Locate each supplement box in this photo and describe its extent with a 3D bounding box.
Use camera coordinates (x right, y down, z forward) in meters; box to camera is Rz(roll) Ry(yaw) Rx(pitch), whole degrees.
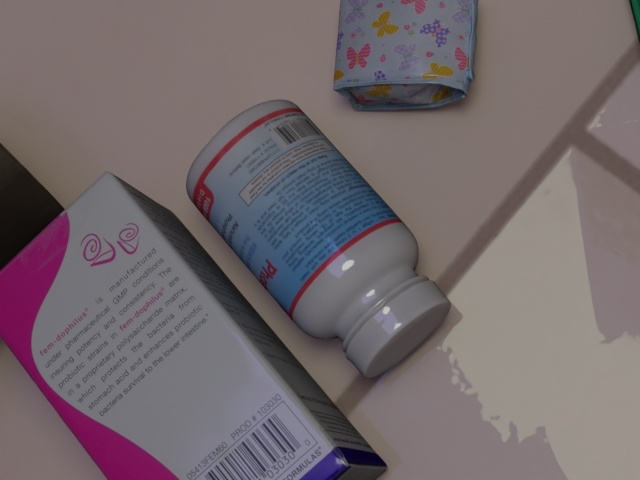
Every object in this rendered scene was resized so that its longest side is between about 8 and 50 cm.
[{"bbox_3d":[-0.080,0.083,0.786,0.111,0.114,0.220,-42,73,4],"label":"supplement box"}]

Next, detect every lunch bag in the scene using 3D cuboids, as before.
[{"bbox_3d":[0.055,-0.118,0.826,0.083,0.053,0.071,-3,75,24],"label":"lunch bag"}]

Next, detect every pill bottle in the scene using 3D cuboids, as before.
[{"bbox_3d":[0.000,0.000,0.796,0.087,0.087,0.160,-42,71,3],"label":"pill bottle"}]

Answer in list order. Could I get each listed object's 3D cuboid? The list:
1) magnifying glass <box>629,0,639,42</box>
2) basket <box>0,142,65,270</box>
[{"bbox_3d":[0.203,-0.149,0.811,0.092,0.026,0.231,-38,74,4],"label":"magnifying glass"},{"bbox_3d":[-0.275,0.023,0.820,0.227,0.204,0.154,-47,59,-8],"label":"basket"}]
